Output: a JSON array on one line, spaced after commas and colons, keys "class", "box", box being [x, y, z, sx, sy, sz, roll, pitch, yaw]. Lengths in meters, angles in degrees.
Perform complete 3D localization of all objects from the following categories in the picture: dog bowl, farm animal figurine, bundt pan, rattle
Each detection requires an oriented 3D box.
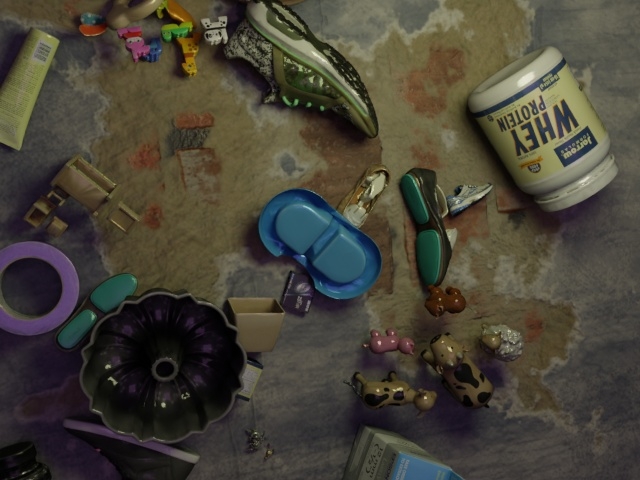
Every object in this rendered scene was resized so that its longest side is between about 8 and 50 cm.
[{"class": "dog bowl", "box": [0.000, 0.000, 1.719, 0.297, 0.074, 0.166, 39, 103, -13]}, {"class": "farm animal figurine", "box": [0.270, 0.285, 1.752, 0.327, 0.172, 0.330, 34, 95, -21]}, {"class": "bundt pan", "box": [-0.321, 0.242, 1.597, 0.331, 0.124, 0.330, -3, 105, -13]}, {"class": "rattle", "box": [-0.385, -0.455, 1.633, 0.200, 0.142, 0.130, -44, 63, -5]}]

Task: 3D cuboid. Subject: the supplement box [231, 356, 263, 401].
[{"class": "supplement box", "box": [-0.172, 0.295, 1.694, 0.056, 0.083, 0.083, 25, 84, -15]}]

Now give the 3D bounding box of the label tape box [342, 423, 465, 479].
[{"class": "label tape box", "box": [0.151, 0.559, 1.655, 0.115, 0.348, 0.249, 20, 86, -15]}]

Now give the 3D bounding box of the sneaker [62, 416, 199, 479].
[{"class": "sneaker", "box": [-0.412, 0.468, 1.620, 0.296, 0.105, 0.146, 25, 80, -19]}]

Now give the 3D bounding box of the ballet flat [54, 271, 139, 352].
[{"class": "ballet flat", "box": [-0.466, 0.147, 1.619, 0.072, 0.068, 0.213, 45, 74, -2]}]

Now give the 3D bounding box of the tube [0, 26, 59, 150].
[{"class": "tube", "box": [-0.606, -0.310, 1.576, 0.070, 0.062, 0.240, 24, 90, 29]}]

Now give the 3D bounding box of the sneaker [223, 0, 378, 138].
[{"class": "sneaker", "box": [-0.042, -0.351, 1.712, 0.410, 0.158, 0.182, 41, 115, -18]}]

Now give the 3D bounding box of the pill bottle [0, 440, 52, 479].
[{"class": "pill bottle", "box": [-0.593, 0.524, 1.563, 0.123, 0.123, 0.219, -16, 95, -15]}]

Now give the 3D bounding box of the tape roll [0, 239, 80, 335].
[{"class": "tape roll", "box": [-0.585, 0.094, 1.576, 0.189, 0.080, 0.188, 0, 91, -16]}]

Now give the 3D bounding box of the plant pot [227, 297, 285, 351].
[{"class": "plant pot", "box": [-0.144, 0.186, 1.693, 0.109, 0.109, 0.096, 2, 103, -16]}]

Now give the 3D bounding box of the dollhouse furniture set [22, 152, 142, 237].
[{"class": "dollhouse furniture set", "box": [-0.484, -0.057, 1.613, 0.182, 0.101, 0.161, 40, 106, -14]}]

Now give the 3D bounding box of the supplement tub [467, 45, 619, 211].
[{"class": "supplement tub", "box": [0.515, -0.253, 1.793, 0.235, 0.235, 0.324, -37, 100, -12]}]

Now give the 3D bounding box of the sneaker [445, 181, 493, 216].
[{"class": "sneaker", "box": [0.352, -0.112, 1.847, 0.135, 0.052, 0.058, -30, 79, -26]}]

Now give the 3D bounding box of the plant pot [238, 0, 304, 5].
[{"class": "plant pot", "box": [-0.104, -0.656, 1.621, 0.263, 0.263, 0.229, 3, 74, -16]}]

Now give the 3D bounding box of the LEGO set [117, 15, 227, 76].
[{"class": "LEGO set", "box": [-0.301, -0.396, 1.636, 0.227, 0.087, 0.093, -12, 80, -15]}]

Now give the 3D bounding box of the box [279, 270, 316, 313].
[{"class": "box", "box": [-0.048, 0.116, 1.758, 0.067, 0.018, 0.083, 20, 86, -15]}]

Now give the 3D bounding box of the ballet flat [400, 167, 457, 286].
[{"class": "ballet flat", "box": [0.266, -0.036, 1.807, 0.096, 0.095, 0.280, -15, 96, -29]}]

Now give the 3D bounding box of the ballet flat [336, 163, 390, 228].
[{"class": "ballet flat", "box": [0.093, -0.088, 1.767, 0.073, 0.067, 0.206, 31, 84, -15]}]

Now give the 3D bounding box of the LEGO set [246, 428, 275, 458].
[{"class": "LEGO set", "box": [-0.135, 0.453, 1.740, 0.083, 0.023, 0.054, 31, 83, -14]}]
